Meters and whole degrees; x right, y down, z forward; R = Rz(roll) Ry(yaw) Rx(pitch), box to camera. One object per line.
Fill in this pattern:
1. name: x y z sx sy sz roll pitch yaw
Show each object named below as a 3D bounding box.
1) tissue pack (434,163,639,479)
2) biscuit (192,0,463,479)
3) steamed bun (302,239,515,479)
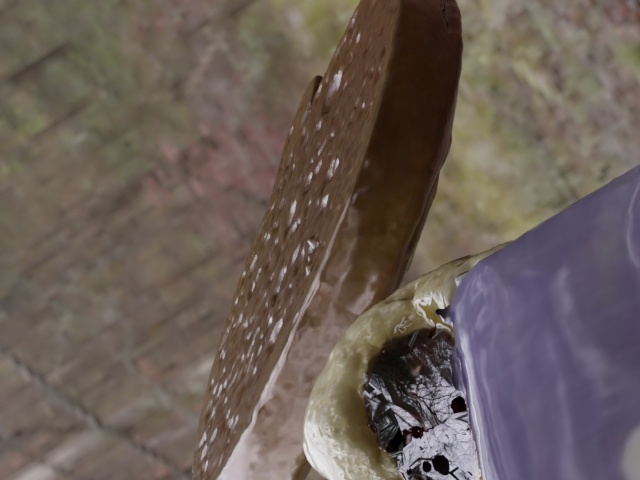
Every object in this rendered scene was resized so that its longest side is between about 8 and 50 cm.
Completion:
1. tissue pack: 0.164 0.109 0.422 0.125 0.242 0.344 33 -142 -38
2. biscuit: 0.009 0.003 1.356 0.070 0.394 0.350 19 -145 -9
3. steamed bun: 0.074 0.079 0.883 0.172 0.155 0.141 11 -114 -66
